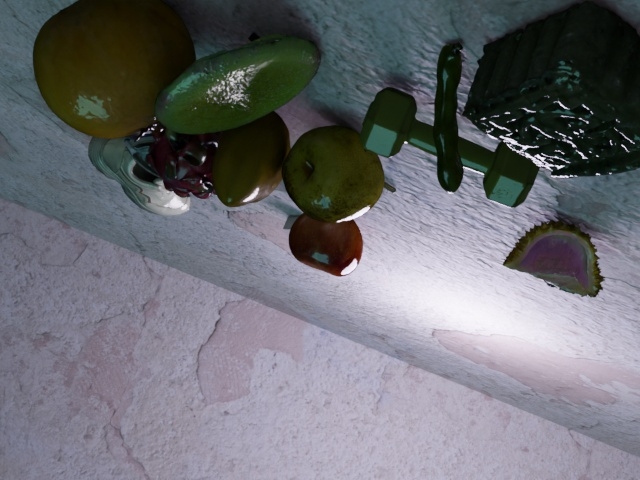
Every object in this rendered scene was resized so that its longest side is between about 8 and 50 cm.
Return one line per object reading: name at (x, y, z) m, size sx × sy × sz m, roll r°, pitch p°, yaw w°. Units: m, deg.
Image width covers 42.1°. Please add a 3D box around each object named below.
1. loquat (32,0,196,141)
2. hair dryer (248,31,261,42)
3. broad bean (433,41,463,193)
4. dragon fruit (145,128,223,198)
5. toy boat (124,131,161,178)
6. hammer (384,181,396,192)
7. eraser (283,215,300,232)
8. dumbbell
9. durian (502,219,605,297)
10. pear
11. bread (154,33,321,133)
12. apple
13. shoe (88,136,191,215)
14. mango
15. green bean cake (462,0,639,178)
loquat at (-0.347, -0.301, 1.453) m, size 0.275 × 0.274 × 0.275 m, roll 21°, pitch 164°, yaw 6°
hair dryer at (-0.074, -0.335, 1.418) m, size 0.079 × 0.031 × 0.083 m, roll 40°, pitch 144°, yaw -23°
broad bean at (0.200, -0.188, 1.289) m, size 0.053 × 0.052 × 0.256 m, roll 32°, pitch 136°, yaw 44°
dragon fruit at (-0.277, -0.199, 1.848) m, size 0.198 × 0.218 × 0.273 m, roll -20°, pitch 179°, yaw -28°
toy boat at (-0.351, -0.212, 2.044) m, size 0.262 × 0.115 × 0.114 m, roll 20°, pitch 123°, yaw -16°
hammer at (0.083, -0.148, 1.792) m, size 0.195 × 0.028 × 0.060 m, roll 30°, pitch 168°, yaw -27°
eraser at (0.000, 0.000, 2.332) m, size 0.213 × 0.046 × 0.092 m, roll 33°, pitch 161°, yaw -33°
dumbbell at (0.217, -0.158, 1.403) m, size 0.302 × 0.108 × 0.121 m, roll 22°, pitch -162°, yaw 0°
durian at (0.475, 0.035, 1.670) m, size 0.183 × 0.132 × 0.165 m, roll 9°, pitch 167°, yaw 28°
pear at (0.032, -0.128, 1.634) m, size 0.197 × 0.197 × 0.197 m, roll 21°, pitch 164°, yaw 6°
bread at (-0.129, -0.255, 1.393) m, size 0.302 × 0.045 × 0.301 m, roll -22°, pitch 171°, yaw -4°
apple at (0.019, -0.003, 2.116) m, size 0.201 × 0.162 × 0.201 m, roll 22°, pitch 175°, yaw 2°
shoe at (-0.450, -0.167, 2.245) m, size 0.211 × 0.132 × 0.342 m, roll 10°, pitch 156°, yaw 45°
mango at (-0.136, -0.168, 1.638) m, size 0.142 × 0.195 × 0.331 m, roll 15°, pitch -172°, yaw -1°
green bean cake at (0.354, -0.186, 1.137) m, size 0.255 × 0.132 × 0.241 m, roll 30°, pitch 158°, yaw -24°
